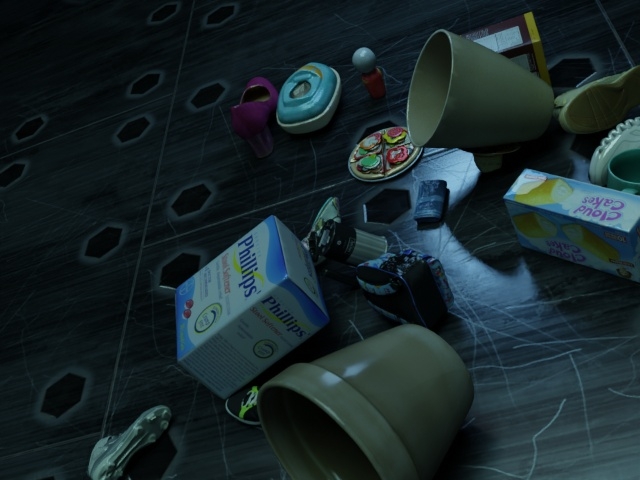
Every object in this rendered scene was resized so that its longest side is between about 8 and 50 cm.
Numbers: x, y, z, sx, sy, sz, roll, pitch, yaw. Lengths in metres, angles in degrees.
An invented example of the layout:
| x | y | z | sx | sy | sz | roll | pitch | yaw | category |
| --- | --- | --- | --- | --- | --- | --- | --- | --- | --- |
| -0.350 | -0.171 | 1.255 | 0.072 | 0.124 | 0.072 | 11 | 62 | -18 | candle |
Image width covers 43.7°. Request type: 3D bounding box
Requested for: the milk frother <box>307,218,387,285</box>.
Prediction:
| x | y | z | sx | sy | sz | roll | pitch | yaw | category |
| --- | --- | --- | --- | --- | --- | --- | --- | --- | --- |
| 0.052 | 0.018 | 1.765 | 0.129 | 0.134 | 0.143 | -64 | 23 | 18 | milk frother |

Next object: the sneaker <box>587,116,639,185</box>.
| x | y | z | sx | sy | sz | roll | pitch | yaw | category |
| --- | --- | --- | --- | --- | --- | --- | --- | --- | --- |
| 0.682 | -0.197 | 1.632 | 0.292 | 0.110 | 0.118 | -33 | 49 | -3 | sneaker |

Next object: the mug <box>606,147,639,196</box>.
| x | y | z | sx | sy | sz | roll | pitch | yaw | category |
| --- | --- | --- | --- | --- | --- | --- | --- | --- | --- |
| 0.614 | -0.101 | 1.554 | 0.157 | 0.097 | 0.129 | -21 | 37 | -11 | mug |

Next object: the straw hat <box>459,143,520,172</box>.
| x | y | z | sx | sy | sz | roll | pitch | yaw | category |
| --- | --- | --- | --- | --- | --- | --- | --- | --- | --- |
| 0.381 | -0.187 | 1.818 | 0.144 | 0.061 | 0.144 | -4 | 22 | 2 | straw hat |

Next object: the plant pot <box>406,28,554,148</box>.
| x | y | z | sx | sy | sz | roll | pitch | yaw | category |
| --- | --- | --- | --- | --- | --- | --- | --- | --- | --- |
| 0.363 | -0.308 | 1.766 | 0.273 | 0.257 | 0.257 | 9 | 41 | -14 | plant pot |

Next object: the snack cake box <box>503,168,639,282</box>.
| x | y | z | sx | sy | sz | roll | pitch | yaw | category |
| --- | --- | --- | --- | --- | --- | --- | --- | --- | --- |
| 0.498 | -0.031 | 1.525 | 0.264 | 0.152 | 0.089 | 21 | 62 | 43 | snack cake box |

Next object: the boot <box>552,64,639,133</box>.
| x | y | z | sx | sy | sz | roll | pitch | yaw | category |
| --- | --- | --- | --- | --- | --- | --- | --- | --- | --- |
| 0.563 | -0.283 | 1.716 | 0.262 | 0.095 | 0.203 | -32 | 8 | -24 | boot |

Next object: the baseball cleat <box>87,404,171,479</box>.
| x | y | z | sx | sy | sz | roll | pitch | yaw | category |
| --- | --- | --- | --- | --- | --- | --- | --- | --- | --- |
| -0.407 | 0.414 | 1.668 | 0.206 | 0.072 | 0.109 | -45 | 36 | -22 | baseball cleat |

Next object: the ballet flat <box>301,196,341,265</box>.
| x | y | z | sx | sy | sz | roll | pitch | yaw | category |
| --- | --- | --- | --- | --- | --- | --- | --- | --- | --- |
| 0.000 | 0.000 | 1.860 | 0.079 | 0.077 | 0.222 | 28 | 70 | 25 | ballet flat |

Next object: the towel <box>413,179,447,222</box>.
| x | y | z | sx | sy | sz | roll | pitch | yaw | category |
| --- | --- | --- | --- | --- | --- | --- | --- | --- | --- |
| 0.252 | -0.092 | 1.828 | 0.067 | 0.029 | 0.120 | -5 | 46 | 25 | towel |

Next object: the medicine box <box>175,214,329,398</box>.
| x | y | z | sx | sy | sz | roll | pitch | yaw | category |
| --- | --- | --- | --- | --- | --- | --- | --- | --- | --- |
| -0.150 | 0.133 | 1.672 | 0.289 | 0.149 | 0.263 | -38 | 29 | 12 | medicine box |

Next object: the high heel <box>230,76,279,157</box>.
| x | y | z | sx | sy | sz | roll | pitch | yaw | category |
| --- | --- | --- | --- | --- | --- | --- | --- | --- | --- |
| -0.197 | -0.414 | 2.307 | 0.127 | 0.181 | 0.377 | -22 | 41 | 9 | high heel |

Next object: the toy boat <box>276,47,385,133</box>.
| x | y | z | sx | sy | sz | roll | pitch | yaw | category |
| --- | --- | --- | --- | --- | --- | --- | --- | --- | --- |
| 0.020 | -0.434 | 2.226 | 0.318 | 0.148 | 0.268 | -13 | 43 | 19 | toy boat |

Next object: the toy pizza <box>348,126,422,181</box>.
| x | y | z | sx | sy | sz | roll | pitch | yaw | category |
| --- | --- | --- | --- | --- | --- | --- | --- | --- | --- |
| 0.161 | -0.226 | 2.017 | 0.201 | 0.032 | 0.201 | -16 | 42 | 15 | toy pizza |

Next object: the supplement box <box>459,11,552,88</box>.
| x | y | z | sx | sy | sz | roll | pitch | yaw | category |
| --- | --- | --- | --- | --- | --- | --- | --- | --- | --- |
| 0.439 | -0.405 | 1.913 | 0.194 | 0.191 | 0.129 | -14 | 42 | 17 | supplement box |

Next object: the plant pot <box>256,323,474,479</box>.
| x | y | z | sx | sy | sz | roll | pitch | yaw | category |
| --- | --- | --- | --- | --- | --- | --- | --- | --- | --- |
| 0.099 | 0.294 | 1.346 | 0.280 | 0.323 | 0.323 | -35 | 37 | -32 | plant pot |

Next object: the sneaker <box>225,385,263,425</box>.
| x | y | z | sx | sy | sz | roll | pitch | yaw | category |
| --- | --- | --- | --- | --- | --- | --- | --- | --- | --- |
| -0.095 | 0.309 | 1.567 | 0.234 | 0.097 | 0.084 | -1 | 48 | 30 | sneaker |

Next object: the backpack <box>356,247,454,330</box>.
| x | y | z | sx | sy | sz | roll | pitch | yaw | category |
| --- | --- | --- | --- | --- | --- | --- | --- | --- | --- |
| 0.161 | 0.092 | 1.606 | 0.117 | 0.158 | 0.173 | -39 | 29 | -24 | backpack |
